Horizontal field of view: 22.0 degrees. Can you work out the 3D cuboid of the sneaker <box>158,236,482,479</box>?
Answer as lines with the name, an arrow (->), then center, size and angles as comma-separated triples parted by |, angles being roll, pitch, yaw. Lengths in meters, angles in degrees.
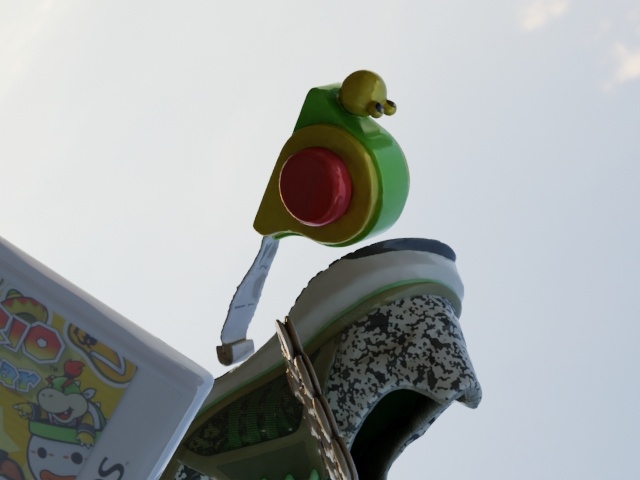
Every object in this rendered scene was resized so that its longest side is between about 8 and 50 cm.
sneaker -> -0.009, 0.185, 1.414 | 0.410, 0.158, 0.182 | -50, -136, 28

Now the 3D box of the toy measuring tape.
toy measuring tape -> 0.000, 0.000, 1.482 | 0.121, 0.121, 0.330 | -107, -146, -58

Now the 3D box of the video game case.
video game case -> -0.191, 0.084, 0.773 | 0.206, 0.227, 0.026 | -59, 175, 23

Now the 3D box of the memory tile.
memory tile -> -0.001, 0.138, 1.263 | 0.012, 0.113, 0.148 | -20, -120, -8
